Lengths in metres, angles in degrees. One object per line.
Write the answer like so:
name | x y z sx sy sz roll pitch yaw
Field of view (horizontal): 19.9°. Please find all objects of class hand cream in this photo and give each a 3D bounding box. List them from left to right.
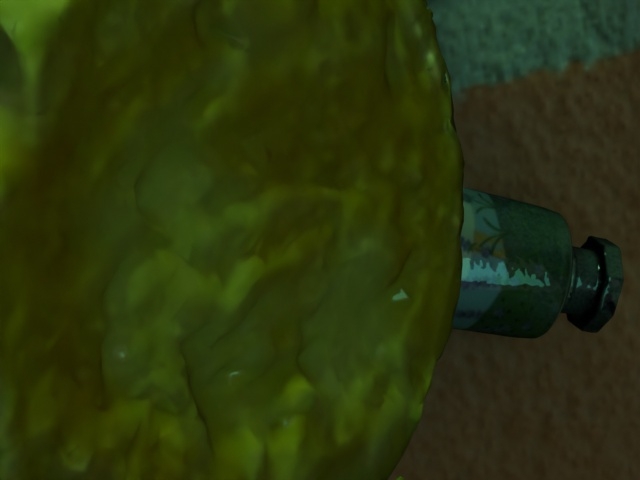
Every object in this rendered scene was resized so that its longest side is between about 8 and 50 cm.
hand cream | 0.000 0.000 0.748 0.256 0.055 0.088 10 89 -14

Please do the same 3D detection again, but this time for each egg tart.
egg tart | -0.080 -0.005 0.554 0.388 0.169 0.387 -9 103 -45
